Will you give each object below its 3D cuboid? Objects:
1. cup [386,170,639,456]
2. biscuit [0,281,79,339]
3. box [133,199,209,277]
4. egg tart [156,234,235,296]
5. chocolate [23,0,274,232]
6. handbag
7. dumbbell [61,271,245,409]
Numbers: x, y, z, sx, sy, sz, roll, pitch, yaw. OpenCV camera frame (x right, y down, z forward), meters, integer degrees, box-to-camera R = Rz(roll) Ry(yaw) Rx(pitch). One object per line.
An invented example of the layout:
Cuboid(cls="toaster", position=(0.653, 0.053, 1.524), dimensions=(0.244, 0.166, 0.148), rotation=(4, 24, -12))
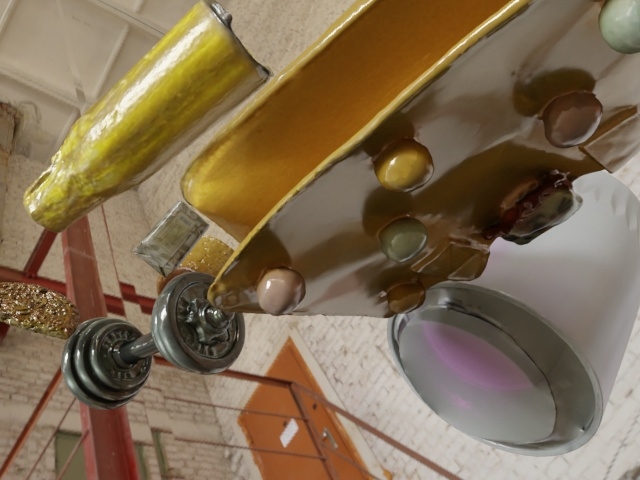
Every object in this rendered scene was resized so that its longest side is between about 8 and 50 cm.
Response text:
Cuboid(cls="cup", position=(0.277, 0.067, 0.762), dimensions=(0.371, 0.254, 0.253), rotation=(-42, -46, -38))
Cuboid(cls="biscuit", position=(-0.508, 0.109, 1.011), dimensions=(0.206, 0.126, 0.025), rotation=(17, -69, 0))
Cuboid(cls="box", position=(-0.205, -0.003, 0.814), dimensions=(0.062, 0.045, 0.098), rotation=(43, -130, -11))
Cuboid(cls="egg tart", position=(-0.298, 0.099, 1.430), dimensions=(0.203, 0.147, 0.202), rotation=(5, -67, 12))
Cuboid(cls="chocolate", position=(-0.290, -0.183, 0.917), dimensions=(0.445, 0.162, 0.162), rotation=(-38, -53, 7))
Cuboid(cls="handbag", position=(0.116, -0.066, 0.448), dimensions=(0.401, 0.133, 0.283), rotation=(-38, -32, 29))
Cuboid(cls="dumbbell", position=(-0.300, 0.183, 1.038), dimensions=(0.406, 0.179, 0.179), rotation=(-25, -45, 33))
